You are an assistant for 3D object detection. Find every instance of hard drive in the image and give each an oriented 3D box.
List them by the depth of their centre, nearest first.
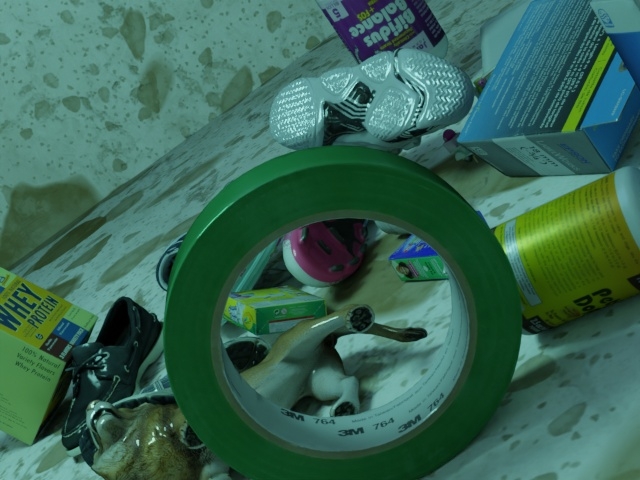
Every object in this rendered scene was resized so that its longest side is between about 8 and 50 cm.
[{"bbox_3d":[0.397,-0.388,1.997,0.233,0.047,0.353,-30,18,19],"label":"hard drive"}]

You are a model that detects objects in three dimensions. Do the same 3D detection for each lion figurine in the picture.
[{"bbox_3d":[-0.079,0.186,1.285,0.392,0.142,0.240,-25,7,-13],"label":"lion figurine"}]

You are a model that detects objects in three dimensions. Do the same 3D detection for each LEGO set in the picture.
[{"bbox_3d":[0.294,-0.244,1.704,0.132,0.107,0.287,-14,28,51],"label":"LEGO set"}]

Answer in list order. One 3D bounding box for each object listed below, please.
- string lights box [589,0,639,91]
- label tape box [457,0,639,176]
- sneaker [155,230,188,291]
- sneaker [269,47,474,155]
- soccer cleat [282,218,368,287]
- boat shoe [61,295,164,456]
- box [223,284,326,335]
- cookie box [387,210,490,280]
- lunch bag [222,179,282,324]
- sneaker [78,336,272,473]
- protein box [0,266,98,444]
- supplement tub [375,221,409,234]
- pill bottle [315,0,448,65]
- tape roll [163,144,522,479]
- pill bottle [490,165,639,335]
[{"bbox_3d":[0.379,-0.153,1.035,0.133,0.259,0.077,-38,18,-10],"label":"string lights box"},{"bbox_3d":[0.345,-0.207,1.392,0.240,0.106,0.334,-62,23,-11],"label":"label tape box"},{"bbox_3d":[-0.184,-0.007,2.001,0.282,0.099,0.153,-39,11,14],"label":"sneaker"},{"bbox_3d":[0.114,-0.190,1.718,0.366,0.210,0.137,-4,75,41],"label":"sneaker"},{"bbox_3d":[0.000,0.000,1.651,0.143,0.116,0.331,-42,8,29],"label":"soccer cleat"},{"bbox_3d":[-0.339,0.197,1.732,0.127,0.113,0.340,-25,20,29],"label":"boat shoe"},{"bbox_3d":[-0.071,0.094,1.539,0.105,0.043,0.179,-6,9,-20],"label":"box"},{"bbox_3d":[0.153,0.008,1.416,0.092,0.040,0.107,-44,19,-27],"label":"cookie box"},{"bbox_3d":[-0.150,0.023,1.754,0.224,0.108,0.279,-60,9,2],"label":"lunch bag"},{"bbox_3d":[-0.175,0.216,1.432,0.283,0.110,0.122,-28,5,2],"label":"sneaker"},{"bbox_3d":[-0.505,0.186,1.816,0.201,0.200,0.136,-61,2,32],"label":"protein box"},{"bbox_3d":[0.129,-0.044,1.552,0.071,0.071,0.107,-43,19,-23],"label":"supplement tub"},{"bbox_3d":[0.132,-0.384,2.057,0.169,0.301,0.169,-33,17,11],"label":"pill bottle"},{"bbox_3d":[0.018,0.076,1.013,0.321,0.321,0.077,-34,17,5],"label":"tape roll"},{"bbox_3d":[0.268,0.005,1.074,0.215,0.117,0.117,-27,19,29],"label":"pill bottle"}]
